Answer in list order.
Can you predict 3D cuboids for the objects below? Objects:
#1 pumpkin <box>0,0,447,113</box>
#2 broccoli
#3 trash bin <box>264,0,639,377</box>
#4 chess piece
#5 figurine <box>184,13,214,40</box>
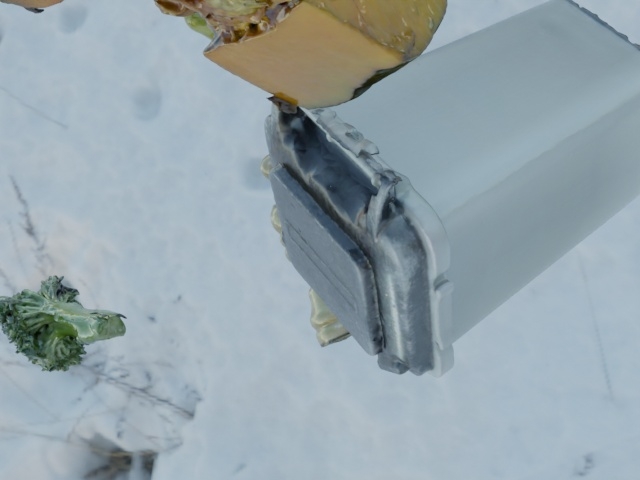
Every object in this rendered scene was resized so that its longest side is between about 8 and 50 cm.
[{"bbox_3d":[-0.045,-0.159,0.649,0.139,0.280,0.190,-14,109,52],"label":"pumpkin"},{"bbox_3d":[-0.297,0.099,1.171,0.204,0.118,0.122,-4,113,50],"label":"broccoli"},{"bbox_3d":[0.147,-0.081,0.979,0.367,0.296,0.256,-30,51,-15],"label":"trash bin"},{"bbox_3d":[0.000,0.000,1.525,0.138,0.124,0.307,-23,83,-12],"label":"chess piece"},{"bbox_3d":[0.066,-0.357,1.219,0.377,0.361,0.266,-21,68,34],"label":"figurine"}]
